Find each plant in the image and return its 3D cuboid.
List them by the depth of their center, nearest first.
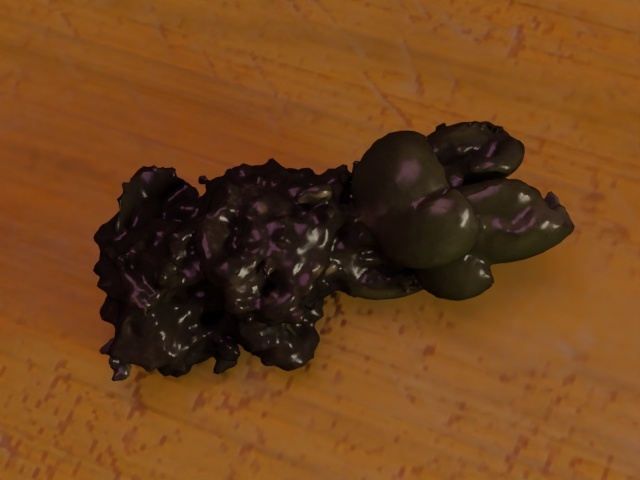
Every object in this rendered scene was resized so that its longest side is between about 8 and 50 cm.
[{"bbox_3d":[0.000,0.000,0.469,0.174,0.087,0.085,-15,93,6],"label":"plant"}]
